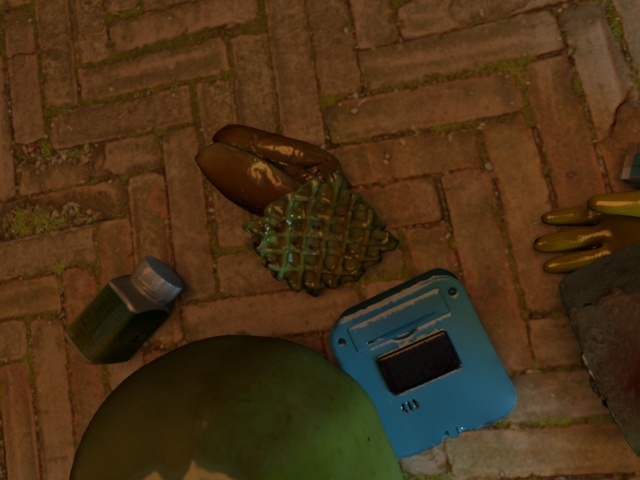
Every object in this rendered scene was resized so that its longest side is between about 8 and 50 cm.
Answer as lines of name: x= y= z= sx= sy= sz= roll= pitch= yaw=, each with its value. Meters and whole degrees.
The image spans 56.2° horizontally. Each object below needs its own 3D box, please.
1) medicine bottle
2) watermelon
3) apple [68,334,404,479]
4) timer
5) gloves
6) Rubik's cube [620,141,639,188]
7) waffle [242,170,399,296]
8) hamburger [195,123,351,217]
medicine bottle: x=-0.337 y=0.123 z=1.059 sx=0.088 sy=0.132 sz=0.188 roll=44 pitch=94 yaw=17
watermelon: x=0.438 y=0.109 z=0.796 sx=0.258 sy=0.228 sz=0.387 roll=34 pitch=125 yaw=34
apple: x=-0.115 y=0.354 z=0.818 sx=0.473 sy=0.473 sz=0.474 roll=-2 pitch=82 yaw=14
timer: x=0.161 y=0.196 z=0.965 sx=0.231 sy=0.091 sz=0.250 roll=-25 pitch=88 yaw=9
gloves: x=0.472 y=-0.001 z=0.890 sx=0.294 sy=0.116 sz=0.133 roll=-10 pitch=76 yaw=19
Rubik's cube: x=0.507 y=-0.111 z=0.897 sx=0.084 sy=0.073 sz=0.075 roll=-1 pitch=91 yaw=-28
waffle: x=-0.001 y=-0.001 z=0.969 sx=0.204 sy=0.223 sz=0.054 roll=-34 pitch=35 yaw=15
hamburger: x=-0.098 y=-0.115 z=1.020 sx=0.283 sy=0.156 sz=0.144 roll=20 pitch=88 yaw=14
